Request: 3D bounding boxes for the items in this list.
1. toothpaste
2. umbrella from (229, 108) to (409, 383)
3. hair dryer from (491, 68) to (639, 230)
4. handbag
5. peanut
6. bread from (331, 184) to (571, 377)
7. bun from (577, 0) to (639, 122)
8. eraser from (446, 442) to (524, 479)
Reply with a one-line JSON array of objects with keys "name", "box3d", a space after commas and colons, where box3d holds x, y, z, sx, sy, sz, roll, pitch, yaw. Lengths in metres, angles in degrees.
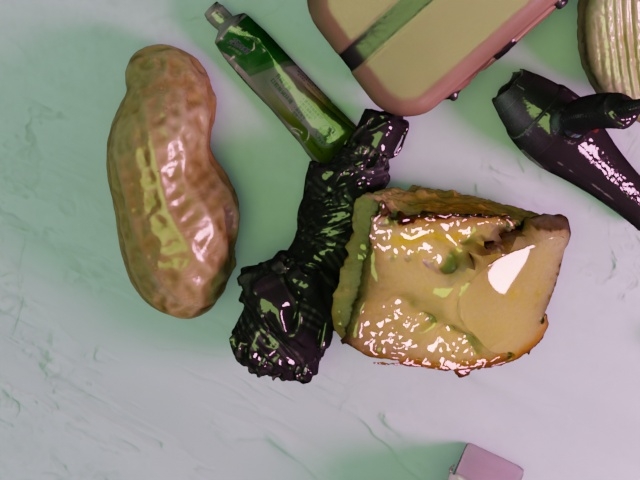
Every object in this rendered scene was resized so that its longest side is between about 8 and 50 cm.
[{"name": "toothpaste", "box3d": [-0.046, -0.183, 1.758, 0.078, 0.047, 0.248, -42, 91, 14]}, {"name": "umbrella", "box3d": [-0.011, -0.001, 1.727, 0.128, 0.154, 0.336, 30, 109, 48]}, {"name": "hair dryer", "box3d": [0.310, -0.104, 1.592, 0.235, 0.272, 0.091, 41, 81, -6]}, {"name": "handbag", "box3d": [0.117, -0.315, 1.639, 0.302, 0.149, 0.283, -40, 95, 17]}, {"name": "peanut", "box3d": [-0.174, -0.068, 1.757, 0.153, 0.140, 0.325, -3, 94, -6]}, {"name": "bread", "box3d": [0.134, 0.045, 1.700, 0.262, 0.162, 0.204, 8, 99, -19]}, {"name": "bun", "box3d": [0.387, -0.224, 1.621, 0.222, 0.127, 0.222, 7, 107, 25]}, {"name": "eraser", "box3d": [0.146, 0.395, 1.770, 0.086, 0.130, 0.287, 25, 105, 10]}]
